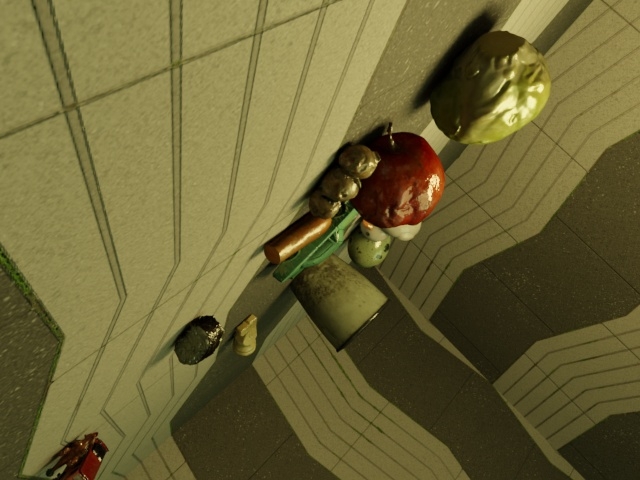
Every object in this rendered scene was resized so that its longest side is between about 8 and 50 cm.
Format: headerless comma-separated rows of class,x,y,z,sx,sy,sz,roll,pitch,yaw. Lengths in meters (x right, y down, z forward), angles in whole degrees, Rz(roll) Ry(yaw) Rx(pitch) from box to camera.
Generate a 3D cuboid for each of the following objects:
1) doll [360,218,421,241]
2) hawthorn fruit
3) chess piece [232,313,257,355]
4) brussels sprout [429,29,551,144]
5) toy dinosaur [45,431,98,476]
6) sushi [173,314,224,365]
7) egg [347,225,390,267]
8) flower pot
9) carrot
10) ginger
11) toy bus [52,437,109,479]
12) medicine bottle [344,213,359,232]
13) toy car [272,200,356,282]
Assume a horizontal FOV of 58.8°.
doll,0.277,-0.075,2.294,0.250,0.221,0.221,0,143,-38
hawthorn fruit,0.179,-0.168,1.363,0.242,0.241,0.272,-40,147,-27
chess piece,-0.279,0.348,2.113,0.090,0.090,0.200,-39,159,-32
brussels sprout,0.423,-0.380,1.401,0.273,0.243,0.317,-12,151,-27
toy dinosaur,-0.631,0.541,1.443,0.154,0.049,0.055,-39,180,-15
sushi,-0.310,0.258,1.456,0.150,0.090,0.078,-52,173,31
egg,0.215,0.010,2.441,0.228,0.177,0.177,-57,168,14
flower pot,0.061,0.229,2.247,0.293,0.330,0.293,-45,171,-9
carrot,-0.050,-0.016,1.446,0.225,0.067,0.067,-35,168,-39
ginger,0.045,-0.132,1.287,0.104,0.080,0.204,1,137,-44
toy bus,-0.623,0.598,1.488,0.096,0.074,0.235,-34,-173,-6
medicine bottle,0.053,-0.039,1.842,0.057,0.058,0.199,-35,168,-48
toy car,0.000,0.000,1.635,0.321,0.097,0.141,-45,172,9
